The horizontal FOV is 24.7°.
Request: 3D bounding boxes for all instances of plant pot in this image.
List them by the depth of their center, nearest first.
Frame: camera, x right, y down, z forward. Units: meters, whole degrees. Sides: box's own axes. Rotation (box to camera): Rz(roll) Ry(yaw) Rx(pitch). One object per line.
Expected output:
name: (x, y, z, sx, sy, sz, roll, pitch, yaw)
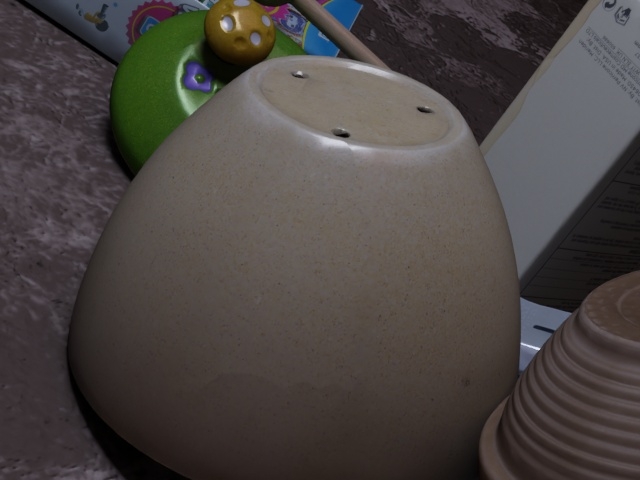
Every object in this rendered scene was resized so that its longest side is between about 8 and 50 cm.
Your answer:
plant pot: (0.199, 0.083, 0.782, 0.237, 0.109, 0.237, -6, 19, 2)
plant pot: (0.000, 0.000, 0.887, 0.284, 0.191, 0.284, 10, 28, -5)

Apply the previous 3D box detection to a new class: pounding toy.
pounding toy: (-0.041, -0.129, 1.109, 0.183, 0.110, 0.237, 43, 59, 0)

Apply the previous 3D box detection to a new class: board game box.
board game box: (-0.127, -0.224, 1.294, 0.303, 0.097, 0.224, 34, 27, -6)

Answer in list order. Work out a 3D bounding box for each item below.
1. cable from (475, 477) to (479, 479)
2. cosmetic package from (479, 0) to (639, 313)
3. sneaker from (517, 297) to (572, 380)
cable: (0.154, 0.205, 0.941, 0.257, 0.089, 0.257, -3, 45, -50)
cosmetic package: (0.213, -0.048, 1.167, 0.160, 0.309, 0.113, 6, 40, -46)
sneaker: (0.116, 0.085, 1.094, 0.258, 0.091, 0.094, 23, 35, 22)
